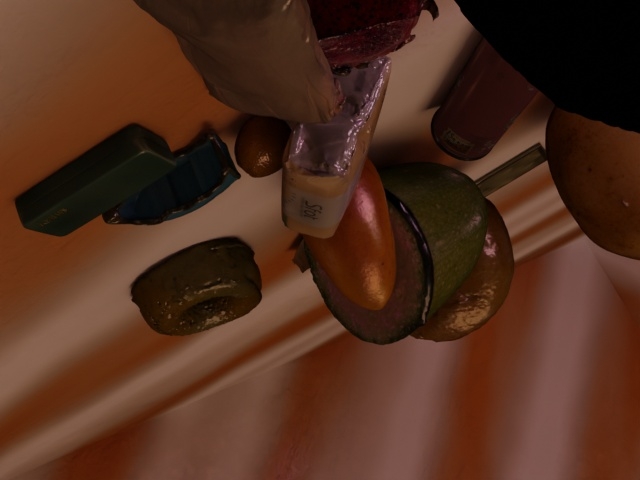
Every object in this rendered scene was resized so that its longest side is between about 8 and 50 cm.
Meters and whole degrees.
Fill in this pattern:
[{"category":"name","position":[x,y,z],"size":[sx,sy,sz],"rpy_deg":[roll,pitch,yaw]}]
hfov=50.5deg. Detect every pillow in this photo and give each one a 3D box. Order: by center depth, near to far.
[{"category":"pillow","position":[-0.072,-0.180,0.627],"size":[0.173,0.067,0.270],"rpy_deg":[16,171,16]}]

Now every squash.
[{"category":"squash","position":[0.178,0.000,1.252],"size":[0.309,0.310,0.310],"rpy_deg":[-18,163,-39]}]

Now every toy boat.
[{"category":"toy boat","position":[-0.192,-0.068,0.861],"size":[0.186,0.075,0.077],"rpy_deg":[-27,167,21]},{"category":"toy boat","position":[0.000,0.000,1.397],"size":[0.072,0.064,0.206],"rpy_deg":[-36,171,-34]}]

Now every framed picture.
[{"category":"framed picture","position":[0.451,-0.159,1.666],"size":[0.231,0.010,0.173],"rpy_deg":[-32,163,19]}]

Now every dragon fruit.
[{"category":"dragon fruit","position":[0.039,-0.225,0.694],"size":[0.147,0.102,0.096],"rpy_deg":[-17,157,2]}]

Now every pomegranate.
[{"category":"pomegranate","position":[0.626,-0.164,1.256],"size":[0.417,0.416,0.416],"rpy_deg":[-24,164,-7]}]

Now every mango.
[{"category":"mango","position":[0.041,-0.015,1.051],"size":[0.138,0.257,0.187],"rpy_deg":[-18,162,-26]}]

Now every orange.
[{"category":"orange","position":[-0.074,-0.122,0.873],"size":[0.085,0.085,0.085],"rpy_deg":[-24,164,-7]}]

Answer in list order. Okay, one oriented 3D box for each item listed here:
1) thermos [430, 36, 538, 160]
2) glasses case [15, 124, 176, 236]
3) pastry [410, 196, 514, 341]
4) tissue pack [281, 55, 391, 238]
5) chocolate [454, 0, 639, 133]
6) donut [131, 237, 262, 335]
[{"category":"thermos","position":[0.274,-0.244,0.958],"size":[0.136,0.109,0.330],"rpy_deg":[-20,162,-19]},{"category":"glasses case","position":[-0.268,-0.068,0.812],"size":[0.184,0.039,0.078],"rpy_deg":[-29,164,12]},{"category":"pastry","position":[0.245,0.048,1.462],"size":[0.356,0.355,0.164],"rpy_deg":[-35,152,28]},{"category":"tissue pack","position":[0.016,-0.118,0.869],"size":[0.222,0.090,0.186],"rpy_deg":[106,6,-70]},{"category":"chocolate","position":[0.223,-0.284,0.353],"size":[0.331,0.383,0.383],"rpy_deg":[-32,164,1]},{"category":"donut","position":[-0.222,0.100,1.292],"size":[0.272,0.107,0.272],"rpy_deg":[-24,162,-9]}]
